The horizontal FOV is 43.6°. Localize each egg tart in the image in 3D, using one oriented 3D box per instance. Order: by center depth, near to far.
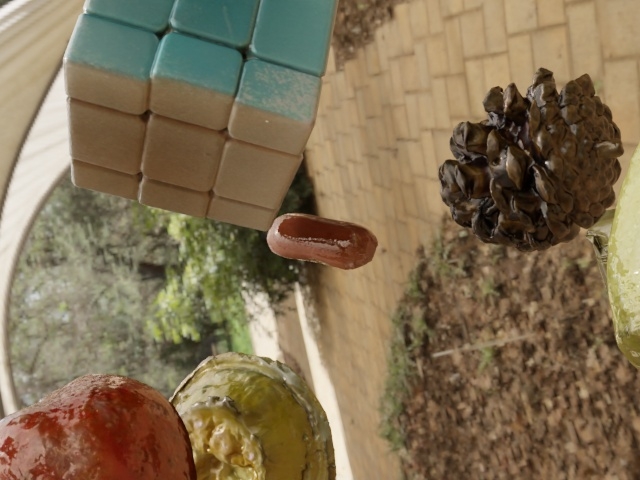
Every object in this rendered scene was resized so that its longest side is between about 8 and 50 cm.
[{"bbox_3d":[-0.125,0.316,1.162,0.120,0.314,0.315,4,-108,-65],"label":"egg tart"}]

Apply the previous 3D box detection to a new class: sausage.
[{"bbox_3d":[0.000,0.000,1.261,0.194,0.077,0.077,11,119,32],"label":"sausage"}]

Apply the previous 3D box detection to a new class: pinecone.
[{"bbox_3d":[0.275,-0.092,1.064,0.257,0.243,0.244,-42,52,35],"label":"pinecone"}]

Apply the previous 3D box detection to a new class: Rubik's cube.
[{"bbox_3d":[-0.168,-0.243,1.149,0.319,0.315,0.322,121,162,-61],"label":"Rubik's cube"}]

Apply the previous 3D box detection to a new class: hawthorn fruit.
[{"bbox_3d":[-0.280,0.305,0.940,0.284,0.284,0.285,169,90,-79],"label":"hawthorn fruit"}]

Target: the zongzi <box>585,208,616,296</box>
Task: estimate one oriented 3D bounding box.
[{"bbox_3d":[0.383,0.051,0.829,0.178,0.081,0.189,-7,109,53],"label":"zongzi"}]

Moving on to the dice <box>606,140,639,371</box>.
[{"bbox_3d":[0.263,0.008,0.403,0.166,0.169,0.170,-2,59,56],"label":"dice"}]
